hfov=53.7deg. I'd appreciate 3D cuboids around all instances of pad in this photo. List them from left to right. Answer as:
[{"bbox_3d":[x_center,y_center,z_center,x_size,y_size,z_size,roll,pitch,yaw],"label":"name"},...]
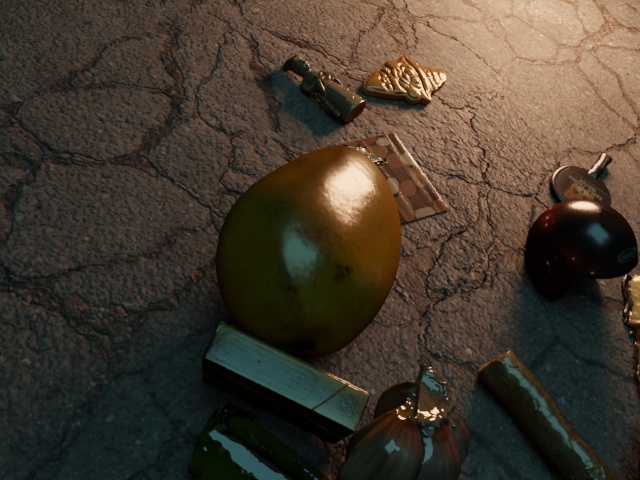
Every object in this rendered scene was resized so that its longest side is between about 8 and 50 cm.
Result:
[{"bbox_3d":[0.156,-0.137,1.363,0.158,0.003,0.234,-16,62,-26],"label":"pad"}]

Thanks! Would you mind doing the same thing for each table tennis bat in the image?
[{"bbox_3d":[0.633,-0.137,1.500,0.150,0.027,0.236,40,56,12],"label":"table tennis bat"}]

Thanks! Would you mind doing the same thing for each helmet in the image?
[{"bbox_3d":[0.519,0.013,1.267,0.189,0.193,0.216,-19,21,-29],"label":"helmet"}]

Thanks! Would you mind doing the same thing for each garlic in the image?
[{"bbox_3d":[0.126,0.312,0.914,0.160,0.191,0.214,33,32,7],"label":"garlic"}]

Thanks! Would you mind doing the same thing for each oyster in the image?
[{"bbox_3d":[0.059,-0.141,1.314,0.200,0.061,0.106,-23,43,-27],"label":"oyster"}]

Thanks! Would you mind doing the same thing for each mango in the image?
[{"bbox_3d":[0.000,0.000,1.060,0.300,0.232,0.445,49,39,-15],"label":"mango"}]

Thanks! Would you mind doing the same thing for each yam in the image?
[{"bbox_3d":[0.408,0.338,1.061,0.081,0.081,0.356,-29,69,-31],"label":"yam"}]

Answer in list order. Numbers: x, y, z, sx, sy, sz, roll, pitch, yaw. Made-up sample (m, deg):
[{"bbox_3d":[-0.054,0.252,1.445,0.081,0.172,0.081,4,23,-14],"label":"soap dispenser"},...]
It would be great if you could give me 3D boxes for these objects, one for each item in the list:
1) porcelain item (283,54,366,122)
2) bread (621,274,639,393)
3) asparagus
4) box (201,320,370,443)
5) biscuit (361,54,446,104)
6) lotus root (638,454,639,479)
[{"bbox_3d":[0.004,-0.356,1.441,0.213,0.054,0.084,42,53,15],"label":"porcelain item"},{"bbox_3d":[0.792,0.274,1.223,0.405,0.242,0.345,3,48,39],"label":"bread"},{"bbox_3d":[-0.018,0.382,0.880,0.382,0.108,0.128,36,52,7],"label":"asparagus"},{"bbox_3d":[-0.059,0.217,0.944,0.240,0.159,0.071,25,63,3],"label":"box"},{"bbox_3d":[0.207,-0.391,1.546,0.250,0.035,0.162,-19,59,-26],"label":"biscuit"},{"bbox_3d":[0.614,0.427,1.017,0.170,0.141,0.314,12,53,-13],"label":"lotus root"}]
